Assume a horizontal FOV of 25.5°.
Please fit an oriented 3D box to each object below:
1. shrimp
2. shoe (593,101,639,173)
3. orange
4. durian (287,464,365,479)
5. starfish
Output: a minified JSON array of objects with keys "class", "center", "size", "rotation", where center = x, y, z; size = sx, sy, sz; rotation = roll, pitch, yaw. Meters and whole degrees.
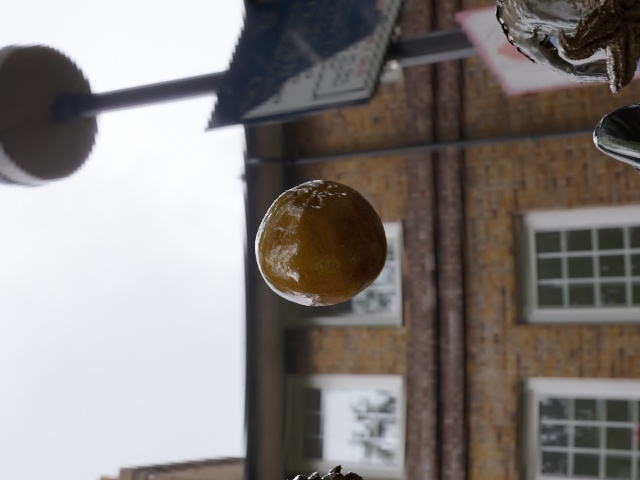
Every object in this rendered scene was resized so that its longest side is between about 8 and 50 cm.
[{"class":"shrimp","center":[0.318,-0.249,1.738],"size":[0.058,0.253,0.173],"rotation":[-46,-45,-22]},{"class":"shoe","center":[0.420,-0.086,1.599],"size":[0.099,0.228,0.112],"rotation":[-81,-7,-46]},{"class":"orange","center":[0.000,0.000,1.656],"size":[0.159,0.159,0.136],"rotation":[-40,-47,-43]},{"class":"durian","center":[-0.108,0.299,1.311],"size":[0.112,0.341,0.191],"rotation":[61,-152,-21]},{"class":"starfish","center":[0.321,-0.248,1.511],"size":[0.240,0.043,0.227],"rotation":[-28,-48,-41]}]
